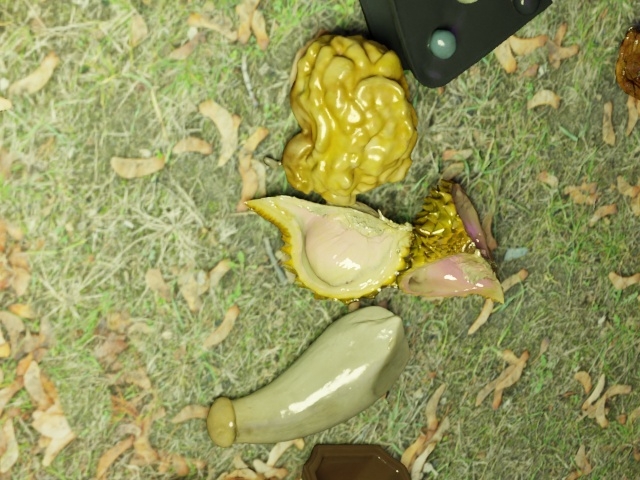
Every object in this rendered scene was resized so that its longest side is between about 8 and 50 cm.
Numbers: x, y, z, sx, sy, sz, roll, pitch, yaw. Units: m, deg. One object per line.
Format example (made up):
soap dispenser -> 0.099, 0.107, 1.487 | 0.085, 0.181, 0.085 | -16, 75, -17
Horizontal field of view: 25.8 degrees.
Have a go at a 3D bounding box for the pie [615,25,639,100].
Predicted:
pie -> 0.446, -0.234, 1.900 | 0.191, 0.033, 0.088 | 18, 116, -43

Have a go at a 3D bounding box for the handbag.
handbag -> 0.155, -0.362, 1.564 | 0.269, 0.118, 0.326 | -37, 131, -19

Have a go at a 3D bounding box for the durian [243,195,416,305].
durian -> 0.002, -0.010, 1.648 | 0.224, 0.078, 0.140 | 29, 112, -25

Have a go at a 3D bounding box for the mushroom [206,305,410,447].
mushroom -> -0.013, 0.186, 1.713 | 0.270, 0.103, 0.118 | -32, 128, -14

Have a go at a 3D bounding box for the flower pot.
flower pot -> 0.055, 0.389, 1.793 | 0.179, 0.251, 0.084 | 6, 138, -39

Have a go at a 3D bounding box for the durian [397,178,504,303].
durian -> 0.166, 0.009, 1.733 | 0.182, 0.132, 0.165 | -12, 122, -54

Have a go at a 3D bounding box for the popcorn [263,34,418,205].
popcorn -> 0.044, -0.132, 1.575 | 0.163, 0.140, 0.194 | 2, 112, -32
